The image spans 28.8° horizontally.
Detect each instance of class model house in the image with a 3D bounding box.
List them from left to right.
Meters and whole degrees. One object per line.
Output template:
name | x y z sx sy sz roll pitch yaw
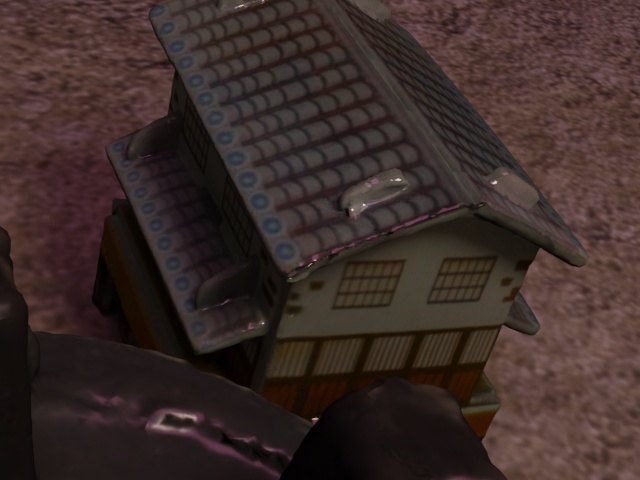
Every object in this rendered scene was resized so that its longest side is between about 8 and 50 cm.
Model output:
model house | 0.000 0.000 0.662 0.198 0.215 0.224 -2 39 -24

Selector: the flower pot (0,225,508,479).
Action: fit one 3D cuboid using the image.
flower pot | -0.103 0.160 0.333 0.299 0.283 0.299 13 35 -9
